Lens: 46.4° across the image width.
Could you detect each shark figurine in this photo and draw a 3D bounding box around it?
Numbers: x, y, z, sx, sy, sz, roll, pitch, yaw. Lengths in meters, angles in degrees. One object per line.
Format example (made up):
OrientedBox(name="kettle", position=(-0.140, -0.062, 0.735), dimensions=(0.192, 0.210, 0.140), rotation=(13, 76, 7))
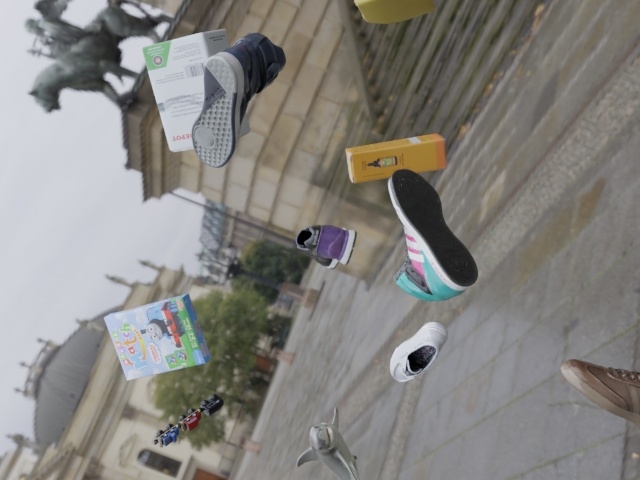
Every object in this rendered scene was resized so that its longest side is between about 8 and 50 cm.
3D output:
OrientedBox(name="shark figurine", position=(0.018, 0.444, 1.435), dimensions=(0.166, 0.116, 0.278), rotation=(-91, -20, -69))

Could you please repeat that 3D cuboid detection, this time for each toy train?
OrientedBox(name="toy train", position=(-0.248, 0.345, 1.424), dimensions=(0.158, 0.036, 0.027), rotation=(-30, -49, -36))

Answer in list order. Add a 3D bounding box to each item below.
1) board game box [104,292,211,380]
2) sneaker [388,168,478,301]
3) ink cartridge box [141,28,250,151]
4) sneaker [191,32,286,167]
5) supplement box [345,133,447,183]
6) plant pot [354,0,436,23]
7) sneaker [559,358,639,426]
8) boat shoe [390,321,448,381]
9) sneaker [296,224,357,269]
OrientedBox(name="board game box", position=(-0.371, 0.222, 1.699), dimensions=(0.039, 0.211, 0.160), rotation=(-40, -67, -69))
OrientedBox(name="sneaker", position=(0.209, 0.009, 1.586), dimensions=(0.295, 0.124, 0.178), rotation=(64, 150, 23))
OrientedBox(name="ink cartridge box", position=(-0.239, -0.289, 1.449), dimensions=(0.087, 0.153, 0.208), rotation=(-38, -60, -57))
OrientedBox(name="sneaker", position=(-0.132, -0.236, 1.232), dimensions=(0.163, 0.086, 0.226), rotation=(-53, -10, -44))
OrientedBox(name="supplement box", position=(0.181, -0.199, 1.799), dimensions=(0.080, 0.233, 0.078), rotation=(-114, 15, -68))
OrientedBox(name="plant pot", position=(0.078, -0.302, 0.875), dimensions=(0.081, 0.083, 0.081), rotation=(27, -138, -69))
OrientedBox(name="sneaker", position=(0.371, 0.175, 0.862), dimensions=(0.071, 0.188, 0.066), rotation=(-60, 0, 9))
OrientedBox(name="boat shoe", position=(0.178, 0.224, 1.393), dimensions=(0.184, 0.066, 0.063), rotation=(-50, 5, 46))
OrientedBox(name="sneaker", position=(0.000, 0.000, 1.823), dimensions=(0.283, 0.124, 0.107), rotation=(147, 138, -79))
